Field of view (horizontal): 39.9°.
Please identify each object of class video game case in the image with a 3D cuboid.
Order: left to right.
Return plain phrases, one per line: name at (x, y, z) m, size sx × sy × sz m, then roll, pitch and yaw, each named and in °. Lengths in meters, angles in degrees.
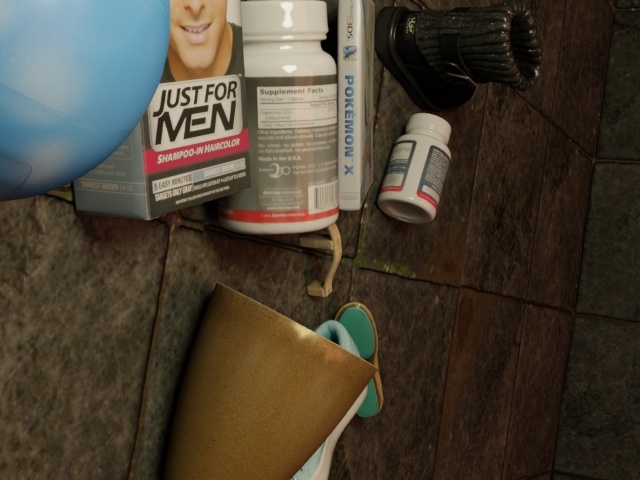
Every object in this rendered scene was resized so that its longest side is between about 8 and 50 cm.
video game case at (0.056, -0.215, 1.313) m, size 0.329 × 0.036 × 0.300 m, roll -57°, pitch 147°, yaw -78°

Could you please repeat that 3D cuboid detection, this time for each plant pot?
plant pot at (-0.087, 0.221, 1.129) m, size 0.254 × 0.237 × 0.237 m, roll -63°, pitch 146°, yaw -8°

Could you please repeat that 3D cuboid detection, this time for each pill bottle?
pill bottle at (-0.059, -0.160, 1.136) m, size 0.161 × 0.161 × 0.283 m, roll -21°, pitch 113°, yaw -56°
pill bottle at (0.175, -0.131, 1.586) m, size 0.108 × 0.108 × 0.180 m, roll 45°, pitch 58°, yaw -53°

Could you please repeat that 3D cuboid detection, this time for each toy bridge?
toy bridge at (0.000, 0.000, 1.361) m, size 0.026 × 0.063 × 0.188 m, roll -38°, pitch 128°, yaw -50°

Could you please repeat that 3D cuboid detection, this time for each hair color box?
hair color box at (-0.182, -0.226, 0.964) m, size 0.185 × 0.113 × 0.375 m, roll -24°, pitch 115°, yaw -55°

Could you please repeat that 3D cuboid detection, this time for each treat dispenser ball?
treat dispenser ball at (-0.259, -0.173, 0.671) m, size 0.288 × 0.288 × 0.288 m, roll -17°, pitch 110°, yaw -57°

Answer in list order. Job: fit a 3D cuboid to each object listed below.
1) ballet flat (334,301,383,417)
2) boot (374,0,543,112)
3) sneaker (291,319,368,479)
ballet flat at (0.062, 0.196, 1.515) m, size 0.073 × 0.080 × 0.232 m, roll -85°, pitch 170°, yaw -64°
boot at (0.277, -0.314, 1.570) m, size 0.348 × 0.260 × 0.131 m, roll 17°, pitch 81°, yaw -59°
sneaker at (-0.043, 0.252, 1.288) m, size 0.366 × 0.135 × 0.150 m, roll -57°, pitch 137°, yaw -52°
